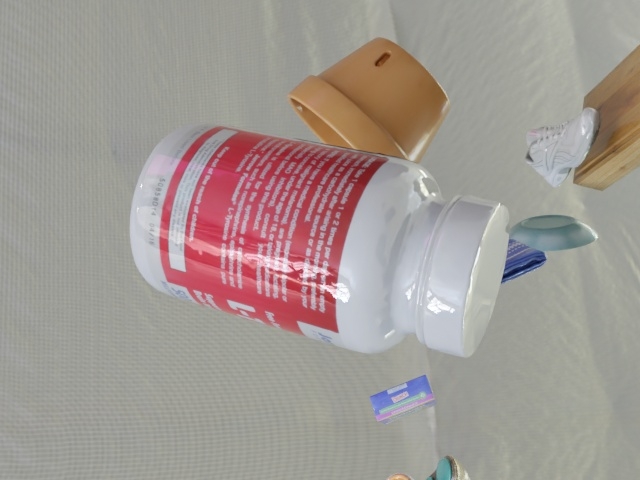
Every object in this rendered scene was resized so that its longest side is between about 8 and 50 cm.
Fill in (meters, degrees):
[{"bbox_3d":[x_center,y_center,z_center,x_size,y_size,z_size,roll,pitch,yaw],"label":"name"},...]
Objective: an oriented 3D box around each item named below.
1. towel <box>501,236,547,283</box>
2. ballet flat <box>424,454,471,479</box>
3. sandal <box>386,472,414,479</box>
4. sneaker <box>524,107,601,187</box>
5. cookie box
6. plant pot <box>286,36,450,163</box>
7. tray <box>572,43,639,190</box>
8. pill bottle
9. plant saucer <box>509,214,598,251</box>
[{"bbox_3d":[0.212,0.027,1.376,0.243,0.336,0.040,-22,-71,-10],"label":"towel"},{"bbox_3d":[0.219,0.417,1.334,0.067,0.206,0.073,10,-120,-5],"label":"ballet flat"},{"bbox_3d":[0.135,0.522,1.310,0.076,0.102,0.265,29,-140,-49],"label":"sandal"},{"bbox_3d":[0.459,-0.189,1.521,0.115,0.232,0.090,30,-116,6],"label":"sneaker"},{"bbox_3d":[0.126,0.242,1.181,0.092,0.107,0.040,-22,-109,4],"label":"cookie box"},{"bbox_3d":[0.107,-0.247,1.494,0.291,0.291,0.203,43,-91,-11],"label":"plant pot"},{"bbox_3d":[0.594,-0.255,1.451,0.076,0.411,0.203,13,-105,-2],"label":"tray"},{"bbox_3d":[0.000,0.000,0.925,0.407,0.229,0.229,14,-119,24],"label":"pill bottle"},{"bbox_3d":[0.464,-0.022,1.596,0.195,0.195,0.037,-16,-73,-30],"label":"plant saucer"}]
